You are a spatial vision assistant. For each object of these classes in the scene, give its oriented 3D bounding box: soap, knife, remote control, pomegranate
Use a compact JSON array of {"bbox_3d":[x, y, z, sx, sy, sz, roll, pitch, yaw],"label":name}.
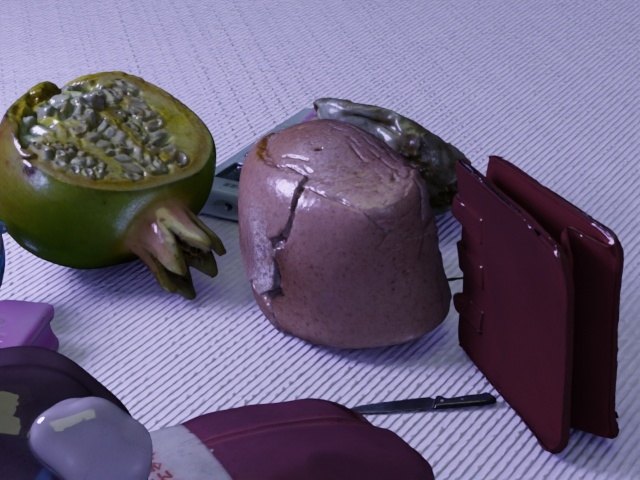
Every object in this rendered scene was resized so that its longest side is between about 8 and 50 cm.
[{"bbox_3d":[-0.395,0.144,1.695,0.122,0.066,0.203,3,28,11],"label":"soap"},{"bbox_3d":[0.112,0.183,1.631,0.170,0.010,0.023,-5,27,-1],"label":"knife"},{"bbox_3d":[-0.048,-0.117,2.199,0.145,0.050,0.344,12,31,27],"label":"remote control"},{"bbox_3d":[-0.276,-0.050,1.935,0.309,0.216,0.358,-20,61,-45],"label":"pomegranate"}]

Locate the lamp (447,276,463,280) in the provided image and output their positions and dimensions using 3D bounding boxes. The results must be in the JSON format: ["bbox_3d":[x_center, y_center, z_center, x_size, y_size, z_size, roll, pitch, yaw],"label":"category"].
[{"bbox_3d":[0.182,0.054,1.832,0.121,0.054,0.041,8,29,21],"label":"lamp"}]

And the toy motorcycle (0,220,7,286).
[{"bbox_3d":[-0.498,0.022,1.822,0.272,0.182,0.124,-20,55,33],"label":"toy motorcycle"}]

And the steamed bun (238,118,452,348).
[{"bbox_3d":[0.000,0.000,1.774,0.199,0.252,0.301,-31,33,-25],"label":"steamed bun"}]

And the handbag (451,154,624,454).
[{"bbox_3d":[0.227,0.064,1.584,0.084,0.260,0.275,-14,27,-16],"label":"handbag"}]

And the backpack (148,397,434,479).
[{"bbox_3d":[-0.054,0.253,1.305,0.317,0.197,0.283,-12,27,-26],"label":"backpack"}]

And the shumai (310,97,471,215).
[{"bbox_3d":[0.072,-0.063,2.013,0.271,0.204,0.222,21,-8,3],"label":"shumai"}]

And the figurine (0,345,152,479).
[{"bbox_3d":[-0.271,0.251,1.106,0.218,0.365,0.206,24,4,6],"label":"figurine"}]
